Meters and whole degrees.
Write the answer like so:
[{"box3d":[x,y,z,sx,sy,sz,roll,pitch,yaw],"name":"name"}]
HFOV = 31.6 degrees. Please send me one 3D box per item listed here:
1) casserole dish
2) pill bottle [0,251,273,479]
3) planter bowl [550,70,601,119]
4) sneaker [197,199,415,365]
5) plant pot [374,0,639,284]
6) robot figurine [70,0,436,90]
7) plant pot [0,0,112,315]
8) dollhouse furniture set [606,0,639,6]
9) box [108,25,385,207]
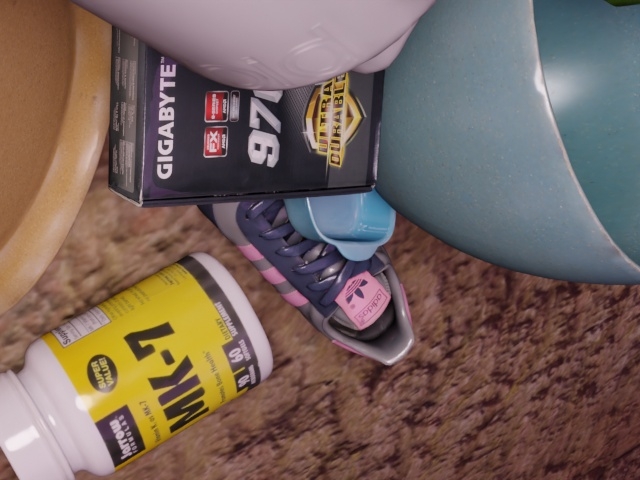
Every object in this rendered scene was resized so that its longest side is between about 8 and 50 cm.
[{"box3d":[0.008,-0.077,0.835,0.114,0.037,0.188,2,83,-53],"name":"casserole dish"},{"box3d":[-0.152,0.106,0.874,0.208,0.119,0.119,-30,144,-19],"name":"pill bottle"},{"box3d":[0.215,-0.127,1.009,0.162,0.109,0.162,-28,144,-23],"name":"planter bowl"},{"box3d":[0.000,0.000,0.904,0.112,0.131,0.319,-43,146,0],"name":"sneaker"},{"box3d":[0.137,-0.100,0.811,0.195,0.290,0.290,-12,166,38],"name":"plant pot"},{"box3d":[-0.057,-0.187,0.468,0.353,0.300,0.200,23,95,-58],"name":"robot figurine"},{"box3d":[-0.176,-0.068,0.642,0.236,0.032,0.236,17,90,-82],"name":"plant pot"},{"box3d":[0.197,-0.305,0.626,0.197,0.151,0.301,10,80,-53],"name":"dollhouse furniture set"},{"box3d":[-0.040,-0.136,0.699,0.175,0.051,0.220,-5,106,-34],"name":"box"}]
